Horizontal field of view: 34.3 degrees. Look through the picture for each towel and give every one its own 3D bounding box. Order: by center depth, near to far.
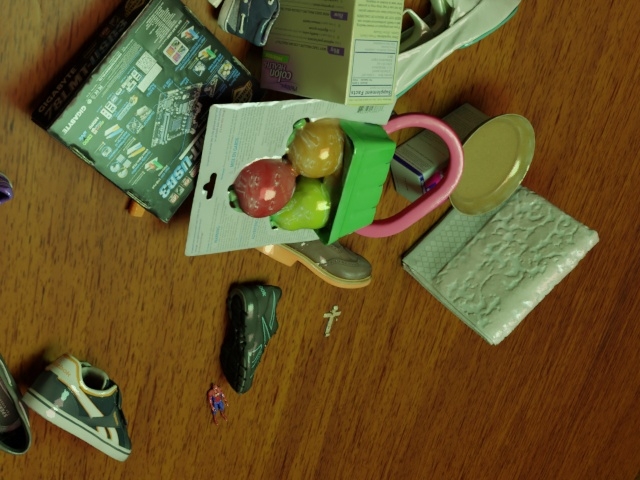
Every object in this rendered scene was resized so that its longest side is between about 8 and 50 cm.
[{"bbox_3d":[0.387,0.024,2.289,0.332,0.317,0.053,-45,144,-5],"label":"towel"}]

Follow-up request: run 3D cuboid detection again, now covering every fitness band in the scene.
[{"bbox_3d":[0.147,-0.132,2.058,0.291,0.054,0.209,-37,105,15],"label":"fitness band"}]

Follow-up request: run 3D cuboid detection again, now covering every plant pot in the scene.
[{"bbox_3d":[0.348,-0.161,2.158,0.236,0.032,0.236,-23,132,-27],"label":"plant pot"}]

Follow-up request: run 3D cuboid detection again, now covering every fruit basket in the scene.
[{"bbox_3d":[-0.059,-0.122,1.845,0.353,0.165,0.327,-4,132,-22],"label":"fruit basket"}]

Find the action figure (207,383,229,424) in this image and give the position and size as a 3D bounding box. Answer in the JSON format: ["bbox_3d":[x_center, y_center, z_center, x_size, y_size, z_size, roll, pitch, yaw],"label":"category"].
[{"bbox_3d":[-0.222,0.352,2.250,0.038,0.030,0.115,-22,131,-19],"label":"action figure"}]

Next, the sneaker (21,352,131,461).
[{"bbox_3d":[-0.428,0.320,1.974,0.127,0.126,0.321,-55,150,-14],"label":"sneaker"}]

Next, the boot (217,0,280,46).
[{"bbox_3d":[-0.095,-0.417,1.696,0.069,0.086,0.190,-35,151,-63],"label":"boot"}]

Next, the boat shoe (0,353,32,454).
[{"bbox_3d":[-0.588,0.255,1.811,0.112,0.095,0.335,-33,137,-16],"label":"boat shoe"}]

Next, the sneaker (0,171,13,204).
[{"bbox_3d":[-0.560,-0.053,1.614,0.170,0.071,0.068,-32,137,-16],"label":"sneaker"}]

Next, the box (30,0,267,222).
[{"bbox_3d":[-0.269,-0.222,1.695,0.295,0.073,0.293,-53,137,-4],"label":"box"}]

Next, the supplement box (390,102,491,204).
[{"bbox_3d":[0.266,-0.175,2.187,0.220,0.114,0.111,-35,136,-16],"label":"supplement box"}]

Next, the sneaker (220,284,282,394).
[{"bbox_3d":[-0.137,0.207,2.153,0.106,0.101,0.267,-14,130,-35],"label":"sneaker"}]

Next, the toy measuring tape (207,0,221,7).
[{"bbox_3d":[-0.230,-0.437,1.561,0.121,0.121,0.330,-51,139,4],"label":"toy measuring tape"}]

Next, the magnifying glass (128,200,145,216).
[{"bbox_3d":[-0.284,-0.146,1.810,0.092,0.026,0.231,7,117,-43],"label":"magnifying glass"}]

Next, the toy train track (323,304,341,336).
[{"bbox_3d":[0.025,0.184,2.336,0.048,0.014,0.083,-6,125,-37],"label":"toy train track"}]

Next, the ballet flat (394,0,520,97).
[{"bbox_3d":[0.212,-0.402,1.967,0.400,0.139,0.139,-36,138,-11],"label":"ballet flat"}]

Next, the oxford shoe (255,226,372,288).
[{"bbox_3d":[0.000,0.000,2.091,0.364,0.130,0.132,23,98,-47],"label":"oxford shoe"}]

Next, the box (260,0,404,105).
[{"bbox_3d":[0.019,-0.357,1.707,0.117,0.214,0.243,-8,109,-44],"label":"box"}]
